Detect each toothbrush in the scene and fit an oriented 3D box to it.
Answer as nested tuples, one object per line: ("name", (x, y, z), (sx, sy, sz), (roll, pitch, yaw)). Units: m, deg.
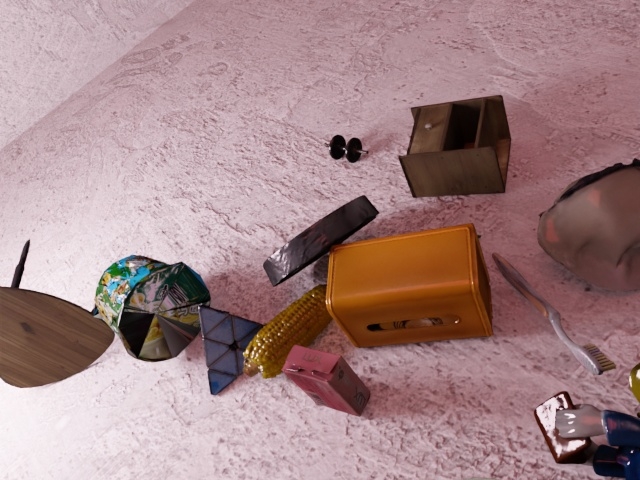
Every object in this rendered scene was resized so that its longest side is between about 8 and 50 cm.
("toothbrush", (0.384, 0.110, 0.983), (0.037, 0.028, 0.375), (-14, 28, -5))

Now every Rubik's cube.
("Rubik's cube", (-0.180, 0.251, 1.209), (0.190, 0.211, 0.178), (11, 79, 7))

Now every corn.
("corn", (-0.056, 0.188, 1.170), (0.261, 0.097, 0.097), (-41, 45, -16))

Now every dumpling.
("dumpling", (0.541, -0.041, 1.011), (0.292, 0.164, 0.205), (-20, 40, -5))

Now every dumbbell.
("dumbbell", (0.067, -0.245, 1.499), (0.147, 0.069, 0.069), (17, 62, 38))

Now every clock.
("clock", (0.000, 0.000, 1.200), (0.280, 0.280, 0.055), (-35, 87, -3))

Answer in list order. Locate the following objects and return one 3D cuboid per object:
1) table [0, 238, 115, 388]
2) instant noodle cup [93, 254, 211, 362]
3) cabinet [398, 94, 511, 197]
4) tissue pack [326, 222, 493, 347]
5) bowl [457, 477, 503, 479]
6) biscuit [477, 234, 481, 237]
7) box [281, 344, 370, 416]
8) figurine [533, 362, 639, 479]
("table", (-0.697, 0.184, 1.439), (0.317, 0.317, 0.249), (-24, 32, 7))
("instant noodle cup", (-0.401, 0.142, 1.305), (0.178, 0.240, 0.240), (21, 64, 42))
("cabinet", (0.309, -0.214, 1.287), (0.215, 0.148, 0.175), (-2, 52, 28))
("tissue pack", (0.172, 0.099, 1.061), (0.274, 0.194, 0.146), (-9, 53, 22))
("bowl", (0.218, 0.464, 0.744), (0.306, 0.163, 0.307), (-12, 49, 14))
("biscuit", (0.296, 0.013, 1.189), (0.046, 0.016, 0.089), (26, 67, 40))
("box", (0.013, 0.258, 1.029), (0.111, 0.156, 0.060), (7, 57, 36))
("figurine", (0.455, 0.301, 0.787), (0.338, 0.205, 0.283), (-36, 36, -23))
